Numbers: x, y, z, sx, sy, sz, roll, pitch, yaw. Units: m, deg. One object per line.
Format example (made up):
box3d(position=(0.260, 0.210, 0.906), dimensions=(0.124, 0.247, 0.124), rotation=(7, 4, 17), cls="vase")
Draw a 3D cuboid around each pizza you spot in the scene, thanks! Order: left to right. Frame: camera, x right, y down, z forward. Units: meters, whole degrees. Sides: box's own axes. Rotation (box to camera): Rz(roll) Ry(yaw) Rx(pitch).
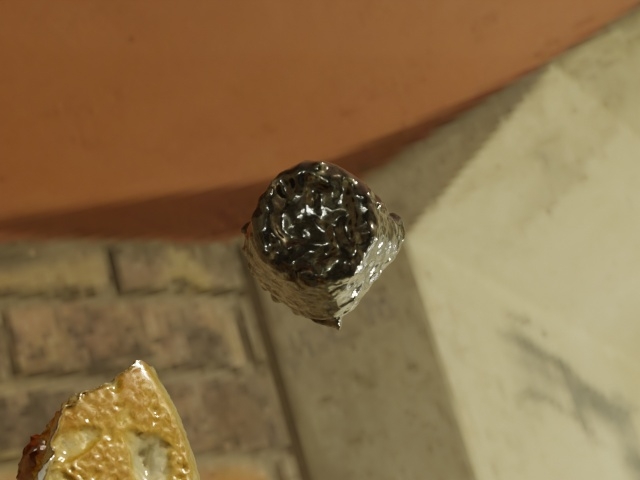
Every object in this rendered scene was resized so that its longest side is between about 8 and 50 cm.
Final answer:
box3d(position=(-0.122, 0.173, 0.998), dimensions=(0.127, 0.246, 0.058), rotation=(22, -36, -27), cls="pizza")

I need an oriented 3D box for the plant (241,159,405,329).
box3d(position=(0.000, 0.000, 1.770), dimensions=(0.132, 0.129, 0.194), rotation=(-50, -6, -8), cls="plant")
